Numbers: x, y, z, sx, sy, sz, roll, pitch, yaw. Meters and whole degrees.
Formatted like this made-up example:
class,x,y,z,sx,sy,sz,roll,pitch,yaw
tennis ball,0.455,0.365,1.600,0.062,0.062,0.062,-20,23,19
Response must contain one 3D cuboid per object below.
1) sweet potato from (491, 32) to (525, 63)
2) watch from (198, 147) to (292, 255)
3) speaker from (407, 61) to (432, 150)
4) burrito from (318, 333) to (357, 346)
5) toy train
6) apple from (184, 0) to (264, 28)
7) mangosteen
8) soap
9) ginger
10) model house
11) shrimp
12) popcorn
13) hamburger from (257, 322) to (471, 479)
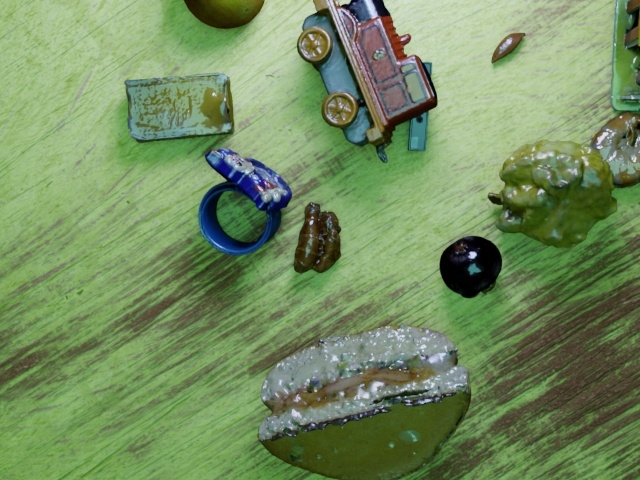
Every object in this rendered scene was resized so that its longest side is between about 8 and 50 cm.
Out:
class,x,y,z,sx,sy,sz,roll,pitch,yaw
sweet potato,0.403,-0.419,1.730,0.095,0.034,0.034,-43,92,4
watch,-0.176,-0.074,1.748,0.196,0.171,0.200,39,108,11
speaker,0.217,-0.292,1.749,0.040,0.046,0.191,4,95,4
burrito,0.084,0.235,1.812,0.185,0.041,0.045,-4,54,5
toy train,0.101,-0.347,1.677,0.231,0.163,0.369,-22,89,11
apple,-0.208,-0.549,1.687,0.196,0.196,0.196,0,95,4
mangosteen,0.335,0.065,1.745,0.137,0.137,0.151,-35,127,6
soap,-0.310,-0.292,1.768,0.233,0.076,0.135,-4,94,5
ginger,0.000,0.000,1.776,0.103,0.073,0.162,10,95,2
model house,0.656,-0.417,1.569,0.340,0.323,0.300,2,95,3
shrimp,0.709,-0.221,1.719,0.287,0.063,0.152,-29,86,6
popcorn,0.487,-0.103,1.696,0.266,0.192,0.233,-21,110,29
hamburger,0.101,0.367,1.714,0.445,0.268,0.287,-15,124,3
